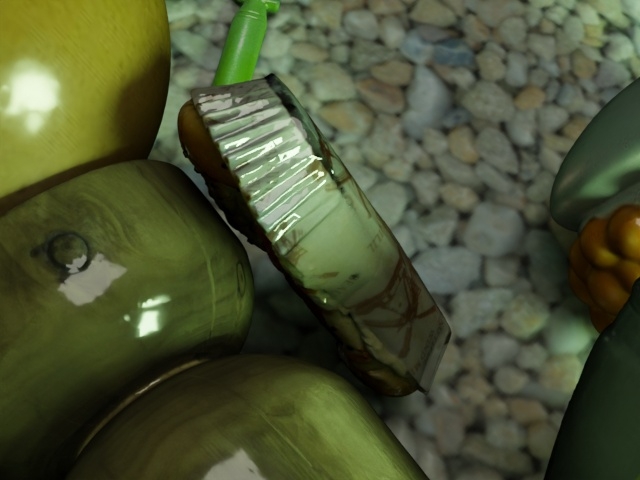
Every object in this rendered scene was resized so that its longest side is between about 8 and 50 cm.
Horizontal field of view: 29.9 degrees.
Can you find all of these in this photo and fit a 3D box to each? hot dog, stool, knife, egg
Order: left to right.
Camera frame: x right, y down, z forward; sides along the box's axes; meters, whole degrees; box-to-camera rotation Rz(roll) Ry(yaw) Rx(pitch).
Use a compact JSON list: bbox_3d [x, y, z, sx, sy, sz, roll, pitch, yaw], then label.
[{"bbox_3d":[-0.216,-0.123,0.647,0.250,0.250,0.322,-14,51,-22],"label":"egg"},{"bbox_3d":[-0.059,0.115,0.575,0.179,0.179,0.264,-30,69,-28],"label":"stool"},{"bbox_3d":[-0.062,-0.144,0.839,0.054,0.015,0.212,14,56,-4],"label":"knife"},{"bbox_3d":[0.000,0.000,0.638,0.069,0.252,0.131,-36,53,1],"label":"hot dog"}]

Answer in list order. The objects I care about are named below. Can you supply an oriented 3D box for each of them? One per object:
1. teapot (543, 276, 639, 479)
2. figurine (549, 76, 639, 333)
[{"bbox_3d":[0.197,0.170,0.525,0.240,0.321,0.239,29,100,5],"label":"teapot"},{"bbox_3d":[0.318,0.040,0.752,0.382,0.225,0.205,50,34,-9],"label":"figurine"}]
